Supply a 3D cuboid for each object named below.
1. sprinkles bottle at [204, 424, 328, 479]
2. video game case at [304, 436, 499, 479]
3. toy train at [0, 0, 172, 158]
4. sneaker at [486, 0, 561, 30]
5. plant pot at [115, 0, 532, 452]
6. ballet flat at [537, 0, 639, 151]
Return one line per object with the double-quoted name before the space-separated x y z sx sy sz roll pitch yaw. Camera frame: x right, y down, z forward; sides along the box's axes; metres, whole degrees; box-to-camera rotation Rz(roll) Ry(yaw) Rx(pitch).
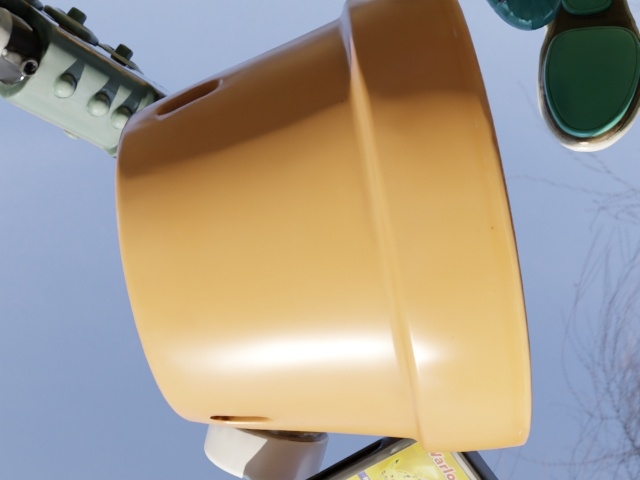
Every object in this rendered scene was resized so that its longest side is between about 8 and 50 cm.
"sprinkles bottle" -0.016 0.059 0.902 0.121 0.121 0.355 15 -87 6
"video game case" 0.086 0.315 0.811 0.275 0.248 0.035 54 -158 -6
"toy train" -0.293 -0.191 1.058 0.190 0.334 0.142 37 -86 36
"sneaker" 0.199 -0.370 1.009 0.108 0.302 0.121 -20 -159 15
"plant pot" 0.000 0.000 0.569 0.204 0.291 0.290 -11 -128 4
"ballet flat" 0.355 -0.256 1.201 0.139 0.139 0.400 6 -122 -2
